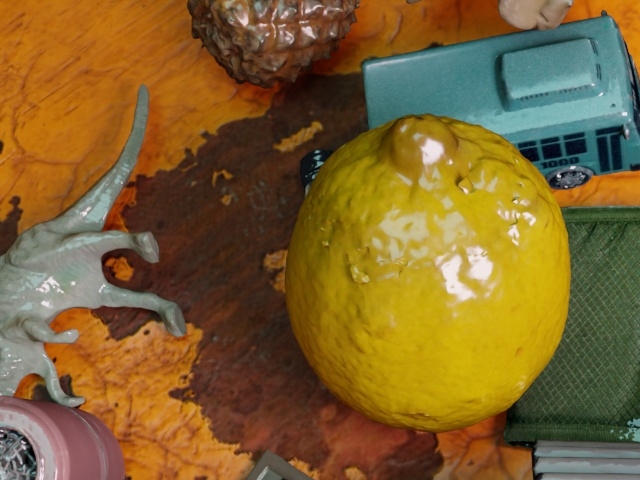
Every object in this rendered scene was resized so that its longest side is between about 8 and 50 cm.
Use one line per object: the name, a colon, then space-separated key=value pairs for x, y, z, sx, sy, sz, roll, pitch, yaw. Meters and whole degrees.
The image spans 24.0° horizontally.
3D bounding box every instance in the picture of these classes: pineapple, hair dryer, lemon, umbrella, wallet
pineapple: x=-0.036 y=-0.250 z=1.521 sx=0.193 sy=0.166 sz=0.166 roll=-36 pitch=62 yaw=-22
hair dryer: x=-0.238 y=0.313 z=1.307 sx=0.125 sy=0.210 sz=0.352 roll=-10 pitch=80 yaw=4
lemon: x=0.091 y=0.026 z=1.282 sx=0.245 sy=0.320 sz=0.245 roll=-2 pitch=44 yaw=2
umbrella: x=0.000 y=0.000 z=1.454 sx=0.046 sy=0.050 sz=0.188 roll=-15 pitch=62 yaw=31
wallet: x=0.259 y=0.079 z=1.349 sx=0.160 sy=0.055 sz=0.236 roll=3 pitch=64 yaw=27

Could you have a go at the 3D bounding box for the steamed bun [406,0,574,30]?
steamed bun: x=0.202 y=-0.342 z=1.461 sx=0.189 sy=0.247 sz=0.428 roll=21 pitch=54 yaw=10

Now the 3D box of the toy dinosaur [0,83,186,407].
toy dinosaur: x=-0.229 y=0.016 z=1.485 sx=0.205 sy=0.092 sz=0.393 roll=2 pitch=76 yaw=21

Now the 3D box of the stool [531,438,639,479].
stool: x=0.331 y=0.289 z=1.121 sx=0.330 sy=0.297 sz=0.297 roll=-4 pitch=66 yaw=7

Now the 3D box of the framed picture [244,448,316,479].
framed picture: x=-0.018 y=0.313 z=1.281 sx=0.281 sy=0.019 sz=0.209 roll=21 pitch=71 yaw=47

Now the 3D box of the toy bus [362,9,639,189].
toy bus: x=0.174 y=-0.118 z=1.409 sx=0.256 sy=0.147 sz=0.128 roll=-10 pitch=67 yaw=11
